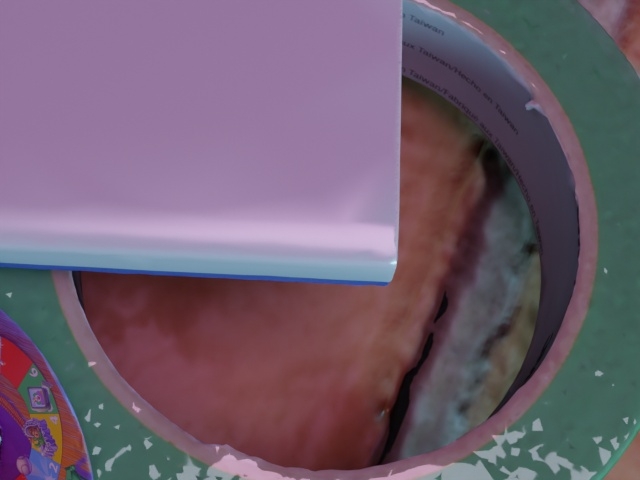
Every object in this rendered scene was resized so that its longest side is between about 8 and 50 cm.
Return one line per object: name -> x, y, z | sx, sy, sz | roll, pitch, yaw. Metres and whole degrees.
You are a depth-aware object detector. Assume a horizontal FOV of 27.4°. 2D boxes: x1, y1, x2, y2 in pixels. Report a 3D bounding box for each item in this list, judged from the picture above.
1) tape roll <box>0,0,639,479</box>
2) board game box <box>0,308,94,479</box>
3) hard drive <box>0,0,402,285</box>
tape roll -> 0.000, 0.000, 0.597 | 0.321, 0.077, 0.321 | 2, 71, -5
board game box -> -0.167, 0.096, 0.533 | 0.033, 0.169, 0.133 | -20, 79, -58
hard drive -> -0.126, -0.092, 0.555 | 0.319, 0.040, 0.210 | 3, 70, -2
